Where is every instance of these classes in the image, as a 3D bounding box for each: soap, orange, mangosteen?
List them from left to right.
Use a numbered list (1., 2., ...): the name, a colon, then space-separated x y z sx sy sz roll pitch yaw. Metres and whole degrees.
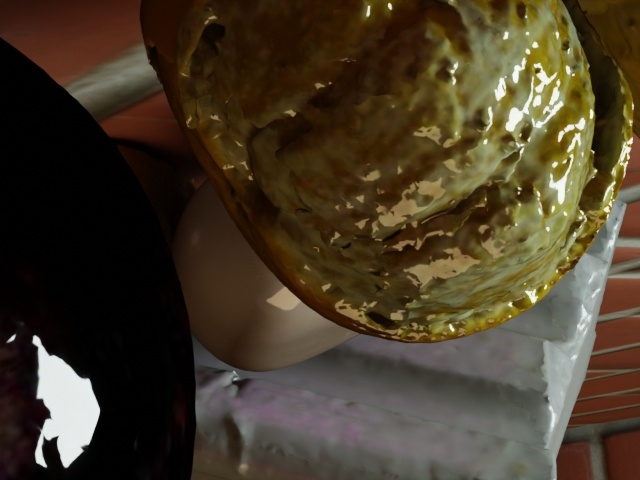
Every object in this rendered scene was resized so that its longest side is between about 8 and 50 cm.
1. mangosteen: -0.202 0.053 0.615 0.313 0.296 0.297 5 178 38
2. soap: 0.002 0.072 1.058 0.302 0.257 0.159 13 135 14
3. orange: 0.023 -0.049 0.549 0.134 0.156 0.156 -45 175 -9

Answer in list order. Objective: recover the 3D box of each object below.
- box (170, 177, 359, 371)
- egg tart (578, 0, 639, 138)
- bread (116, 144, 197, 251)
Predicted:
1. box: 0.000 0.000 0.886 0.146 0.088 0.200 -28 172 -10
2. egg tart: 0.176 -0.073 0.635 0.232 0.098 0.252 -7 167 -7
3. bread: -0.113 -0.003 0.972 0.103 0.065 0.187 -11 171 4
